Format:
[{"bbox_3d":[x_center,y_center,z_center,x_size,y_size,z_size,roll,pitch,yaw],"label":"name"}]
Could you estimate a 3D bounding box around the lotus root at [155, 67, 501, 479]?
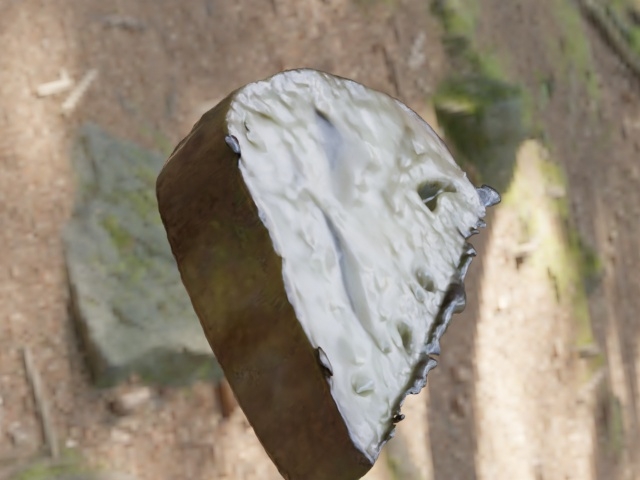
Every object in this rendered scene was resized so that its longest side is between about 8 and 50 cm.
[{"bbox_3d":[0.000,0.000,0.799,0.170,0.074,0.261,51,30,-5],"label":"lotus root"}]
